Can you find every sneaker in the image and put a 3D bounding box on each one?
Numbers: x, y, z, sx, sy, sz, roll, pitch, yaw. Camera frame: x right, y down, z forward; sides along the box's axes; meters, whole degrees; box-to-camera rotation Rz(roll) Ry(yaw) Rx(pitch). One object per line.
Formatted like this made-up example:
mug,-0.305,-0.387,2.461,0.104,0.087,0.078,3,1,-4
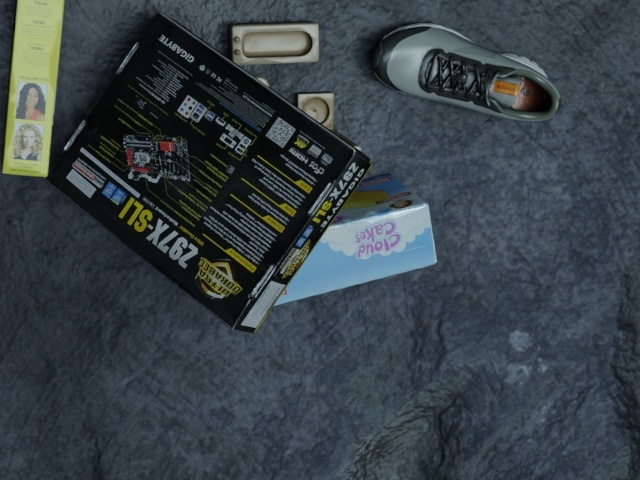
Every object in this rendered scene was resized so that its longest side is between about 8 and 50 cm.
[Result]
sneaker,0.199,-0.220,1.664,0.271,0.108,0.100,11,105,-18

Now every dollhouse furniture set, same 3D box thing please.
dollhouse furniture set,-0.034,-0.193,1.592,0.144,0.123,0.151,-4,108,-15

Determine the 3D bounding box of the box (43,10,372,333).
box,-0.139,-0.085,1.521,0.322,0.079,0.257,36,96,18

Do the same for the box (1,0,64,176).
box,-0.347,-0.199,1.519,0.058,0.087,0.232,4,106,-15

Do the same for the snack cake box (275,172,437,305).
snack cake box,0.000,0.000,1.646,0.264,0.152,0.089,-14,110,-12
